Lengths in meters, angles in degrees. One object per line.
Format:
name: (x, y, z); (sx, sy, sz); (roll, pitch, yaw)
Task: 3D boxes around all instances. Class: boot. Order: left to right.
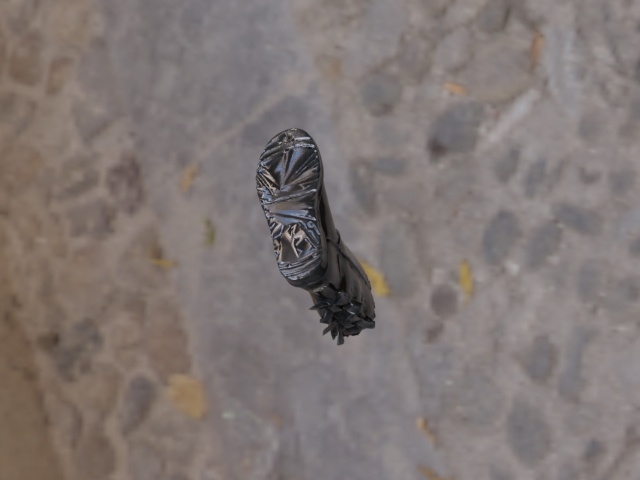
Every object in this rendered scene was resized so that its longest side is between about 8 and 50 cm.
boot: (0.000, 0.000, 1.167); (0.045, 0.099, 0.121); (-18, 59, 16)
